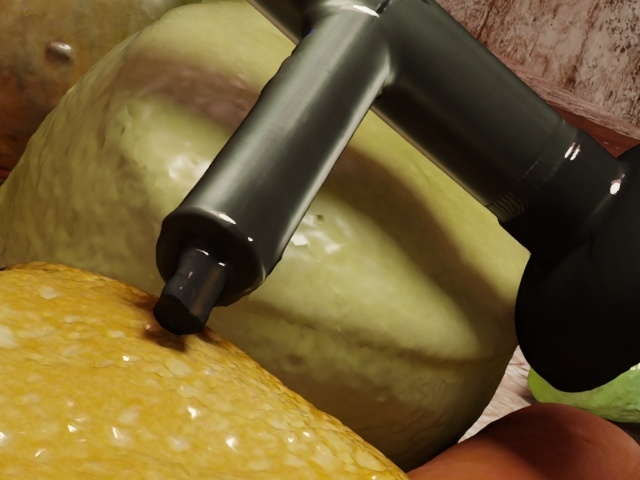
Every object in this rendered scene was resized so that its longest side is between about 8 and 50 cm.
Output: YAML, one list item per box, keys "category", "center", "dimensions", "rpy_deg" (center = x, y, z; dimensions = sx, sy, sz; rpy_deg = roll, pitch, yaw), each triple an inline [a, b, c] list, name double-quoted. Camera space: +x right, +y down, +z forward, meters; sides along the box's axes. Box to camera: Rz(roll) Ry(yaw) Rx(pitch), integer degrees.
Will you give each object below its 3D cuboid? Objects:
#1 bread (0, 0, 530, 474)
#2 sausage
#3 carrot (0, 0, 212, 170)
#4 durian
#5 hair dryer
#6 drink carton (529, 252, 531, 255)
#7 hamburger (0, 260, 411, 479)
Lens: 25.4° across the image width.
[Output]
- category: "bread"
  center: [-0.032, 0.008, 0.858]
  dimensions: [0.320, 0.237, 0.321]
  rpy_deg: [20, 39, -17]
- category: "sausage"
  center: [0.110, 0.155, 0.782]
  dimensions: [0.113, 0.114, 0.259]
  rpy_deg: [29, 18, 24]
- category: "carrot"
  center: [-0.235, -0.156, 1.040]
  dimensions: [0.340, 0.224, 0.224]
  rpy_deg: [3, 12, 13]
- category: "durian"
  center: [0.283, 0.106, 1.175]
  dimensions: [0.250, 0.101, 0.139]
  rpy_deg: [5, 30, -28]
- category: "hair dryer"
  center: [0.033, -0.010, 0.670]
  dimensions: [0.320, 0.155, 0.284]
  rpy_deg: [33, 56, -14]
- category: "drink carton"
  center: [0.145, 0.002, 1.300]
  dimensions: [0.222, 0.102, 0.134]
  rpy_deg: [12, 15, -8]
- category: "hamburger"
  center: [-0.108, 0.116, 0.499]
  dimensions: [0.314, 0.170, 0.289]
  rpy_deg: [32, 15, 35]
